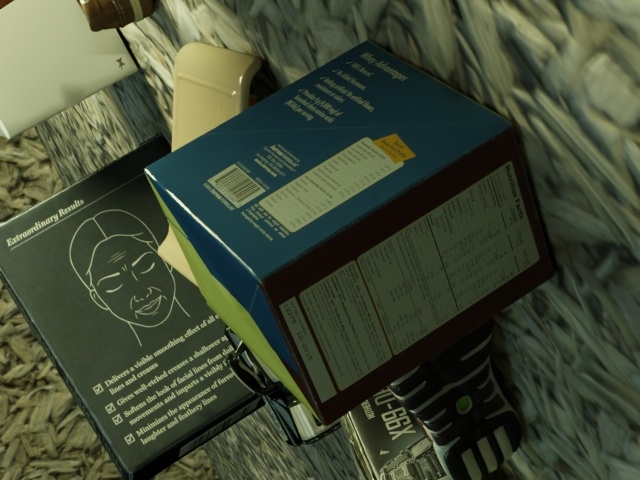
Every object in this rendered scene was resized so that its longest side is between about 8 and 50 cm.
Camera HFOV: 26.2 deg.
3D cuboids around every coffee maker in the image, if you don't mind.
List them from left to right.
[{"bbox_3d":[-0.032,0.159,1.749,0.178,0.120,0.171,61,-171,-5],"label":"coffee maker"}]

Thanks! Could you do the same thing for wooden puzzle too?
[{"bbox_3d":[-0.111,-0.079,1.421,0.221,0.044,0.239,-152,67,-64],"label":"wooden puzzle"}]

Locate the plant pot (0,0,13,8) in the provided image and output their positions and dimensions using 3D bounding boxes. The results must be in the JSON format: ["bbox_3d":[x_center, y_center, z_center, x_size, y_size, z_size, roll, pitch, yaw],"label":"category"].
[{"bbox_3d":[-0.310,-0.389,1.328,0.291,0.203,0.291,54,165,22],"label":"plant pot"}]

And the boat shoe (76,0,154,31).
[{"bbox_3d":[-0.295,-0.329,1.621,0.257,0.095,0.095,46,161,41],"label":"boat shoe"}]

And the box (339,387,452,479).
[{"bbox_3d":[0.090,0.265,1.477,0.307,0.076,0.242,73,174,-45],"label":"box"}]

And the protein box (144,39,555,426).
[{"bbox_3d":[0.019,-0.014,0.982,0.200,0.201,0.136,40,157,52],"label":"protein box"}]

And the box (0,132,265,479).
[{"bbox_3d":[-0.250,0.106,1.969,0.395,0.293,0.212,57,165,10],"label":"box"}]

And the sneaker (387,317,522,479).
[{"bbox_3d":[0.077,0.082,1.197,0.162,0.106,0.281,48,163,46],"label":"sneaker"}]

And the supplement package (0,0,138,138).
[{"bbox_3d":[-0.408,-0.275,1.904,0.198,0.199,0.262,63,165,-15],"label":"supplement package"}]
